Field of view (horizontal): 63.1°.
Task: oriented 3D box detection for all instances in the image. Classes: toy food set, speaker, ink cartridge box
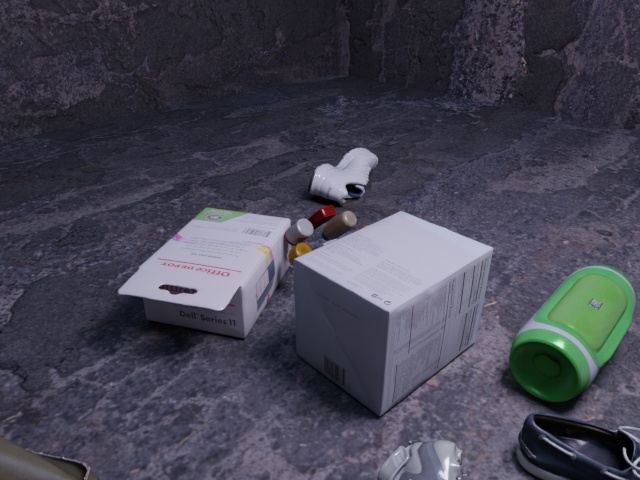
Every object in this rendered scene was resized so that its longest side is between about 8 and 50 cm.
[{"bbox_3d":[0.000,0.000,1.114,0.232,0.111,0.104,-22,-9,-41],"label":"toy food set"},{"bbox_3d":[0.432,0.145,0.879,0.131,0.131,0.296,23,36,35],"label":"speaker"},{"bbox_3d":[-0.203,0.067,1.010,0.207,0.119,0.353,8,28,13],"label":"ink cartridge box"}]

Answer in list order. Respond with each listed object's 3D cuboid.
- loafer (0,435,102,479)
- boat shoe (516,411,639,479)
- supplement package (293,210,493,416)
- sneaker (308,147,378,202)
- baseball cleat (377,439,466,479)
[{"bbox_3d":[-0.391,0.290,0.625,0.251,0.088,0.094,2,28,3],"label":"loafer"},{"bbox_3d":[0.390,0.282,0.672,0.254,0.079,0.095,12,30,20],"label":"boat shoe"},{"bbox_3d":[0.119,0.104,0.868,0.262,0.198,0.199,-23,36,-37],"label":"supplement package"},{"bbox_3d":[0.090,-0.179,1.522,0.129,0.111,0.297,33,43,21],"label":"sneaker"},{"bbox_3d":[0.114,0.325,0.615,0.109,0.072,0.206,-5,22,23],"label":"baseball cleat"}]
